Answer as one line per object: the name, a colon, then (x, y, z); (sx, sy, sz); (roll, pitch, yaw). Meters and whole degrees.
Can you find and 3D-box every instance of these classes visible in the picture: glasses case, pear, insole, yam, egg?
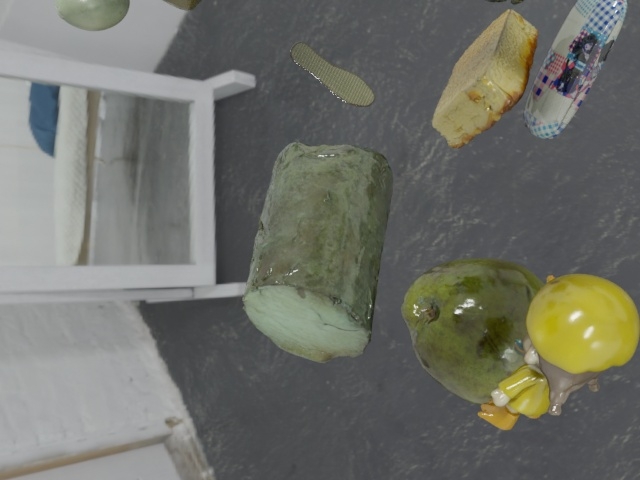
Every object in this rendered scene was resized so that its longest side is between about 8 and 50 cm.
glasses case: (0.529, -0.371, 1.435); (0.328, 0.076, 0.125); (-68, 28, 25)
pear: (0.394, 0.205, 1.597); (0.352, 0.413, 0.352); (-39, 43, 49)
insole: (0.031, -0.422, 1.744); (0.086, 0.253, 0.005); (-61, 10, -17)
yam: (0.000, 0.000, 0.965); (0.195, 0.195, 0.300); (-20, 45, 38)
egg: (-0.461, -0.483, 1.376); (0.114, 0.152, 0.114); (32, 137, 37)

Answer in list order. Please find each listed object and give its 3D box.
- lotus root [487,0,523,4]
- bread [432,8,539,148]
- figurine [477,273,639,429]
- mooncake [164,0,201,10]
lotus root: (0.307, -0.479, 1.224); (0.165, 0.088, 0.088); (38, 114, 9)
bread: (0.349, -0.337, 1.427); (0.114, 0.275, 0.185); (37, 141, -9)
figurine: (0.426, 0.209, 1.224); (0.187, 0.215, 0.344); (41, 134, 25)
mooncake: (-0.255, -0.622, 1.315); (0.394, 0.393, 0.246); (51, 129, 27)
